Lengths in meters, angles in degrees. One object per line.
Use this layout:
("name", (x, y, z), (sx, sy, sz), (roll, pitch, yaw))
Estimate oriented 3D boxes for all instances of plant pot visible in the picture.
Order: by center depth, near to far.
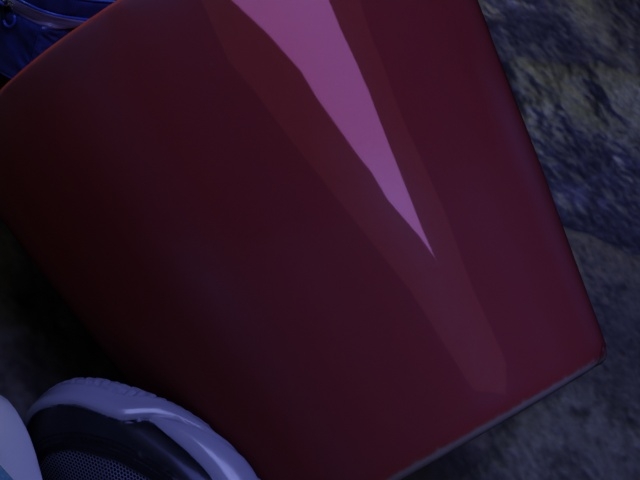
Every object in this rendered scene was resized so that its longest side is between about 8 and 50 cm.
("plant pot", (0.000, 0.000, 0.892), (0.275, 0.275, 0.243), (-23, 80, -44))

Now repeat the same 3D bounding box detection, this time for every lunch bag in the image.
("lunch bag", (-0.147, -0.122, 0.982), (0.067, 0.065, 0.098), (28, 15, 26))

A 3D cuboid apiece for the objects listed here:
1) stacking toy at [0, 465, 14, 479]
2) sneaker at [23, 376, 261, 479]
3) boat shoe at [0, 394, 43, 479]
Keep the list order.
("stacking toy", (-0.218, 0.137, 0.612), (0.279, 0.309, 0.130), (41, 34, 15))
("sneaker", (-0.067, 0.190, 0.779), (0.268, 0.101, 0.153), (52, 40, 3))
("boat shoe", (-0.161, 0.168, 0.767), (0.076, 0.080, 0.228), (8, 60, -32))
